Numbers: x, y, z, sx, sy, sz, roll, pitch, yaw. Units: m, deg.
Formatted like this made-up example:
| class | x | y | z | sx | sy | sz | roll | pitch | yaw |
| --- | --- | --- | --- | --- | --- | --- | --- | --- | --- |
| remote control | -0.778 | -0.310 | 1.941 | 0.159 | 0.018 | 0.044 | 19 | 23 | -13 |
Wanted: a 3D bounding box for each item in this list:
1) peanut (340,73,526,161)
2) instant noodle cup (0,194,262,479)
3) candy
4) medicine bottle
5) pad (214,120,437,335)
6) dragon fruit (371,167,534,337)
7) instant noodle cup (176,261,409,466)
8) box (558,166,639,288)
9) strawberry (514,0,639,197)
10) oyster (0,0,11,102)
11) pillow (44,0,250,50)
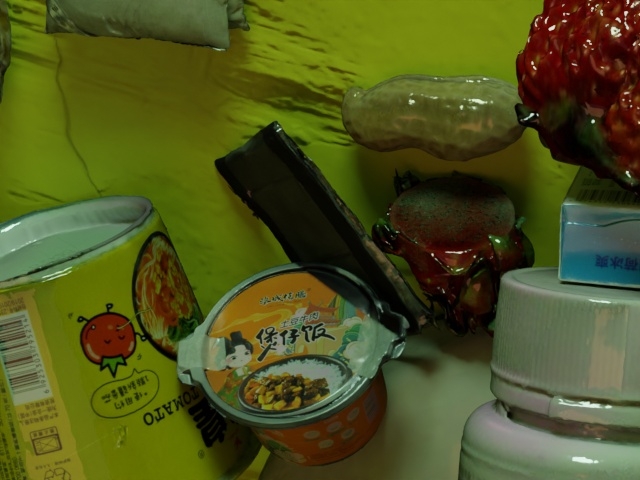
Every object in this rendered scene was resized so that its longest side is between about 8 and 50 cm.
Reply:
| class | x | y | z | sx | sy | sz | roll | pitch | yaw |
| --- | --- | --- | --- | --- | --- | --- | --- | --- | --- |
| peanut | 0.101 | -0.108 | 1.749 | 0.174 | 0.080 | 0.080 | 3 | 120 | 19 |
| instant noodle cup | -0.240 | 0.117 | 1.855 | 0.325 | 0.325 | 0.254 | -10 | 107 | 22 |
| candy | 0.144 | 0.263 | 1.893 | 0.386 | 0.186 | 0.427 | 30 | 115 | -1 |
| medicine bottle | 0.237 | 0.183 | 1.652 | 0.241 | 0.241 | 0.302 | 6 | 98 | 13 |
| pad | 0.001 | 0.000 | 1.807 | 0.233 | 0.022 | 0.174 | 52 | 157 | -5 |
| dragon fruit | 0.122 | 0.017 | 1.763 | 0.138 | 0.142 | 0.175 | -14 | 99 | 3 |
| instant noodle cup | -0.012 | 0.124 | 1.782 | 0.208 | 0.178 | 0.125 | 5 | 145 | 22 |
| box | 0.284 | -0.023 | 1.666 | 0.139 | 0.194 | 0.073 | 5 | 110 | 14 |
| strawberry | 0.301 | -0.157 | 1.565 | 0.261 | 0.261 | 0.258 | 19 | 115 | 6 |
| oyster | -0.387 | -0.263 | 1.785 | 0.166 | 0.110 | 0.341 | -31 | 110 | 35 |
| pillow | -0.154 | -0.241 | 1.744 | 0.181 | 0.078 | 0.134 | 9 | 121 | 10 |
